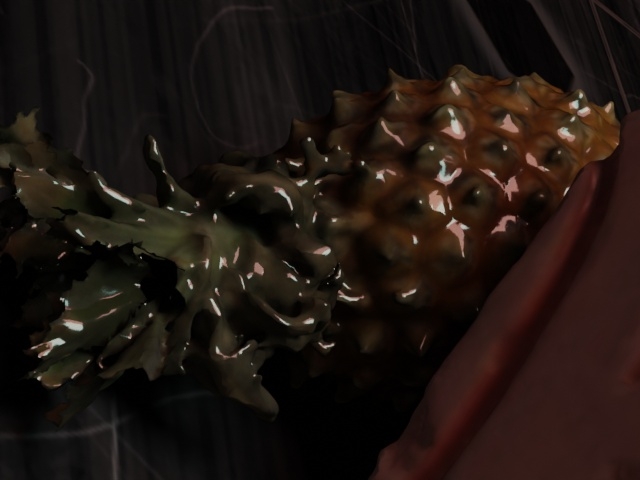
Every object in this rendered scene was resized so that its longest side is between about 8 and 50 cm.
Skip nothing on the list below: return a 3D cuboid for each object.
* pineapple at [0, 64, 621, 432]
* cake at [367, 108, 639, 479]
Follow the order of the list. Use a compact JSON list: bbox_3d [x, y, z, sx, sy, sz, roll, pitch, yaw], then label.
[{"bbox_3d":[0.000,0.000,0.877,0.361,0.175,0.175,1,57,-40],"label":"pineapple"},{"bbox_3d":[0.228,0.146,0.810,0.307,0.293,0.314,41,-3,-41],"label":"cake"}]
